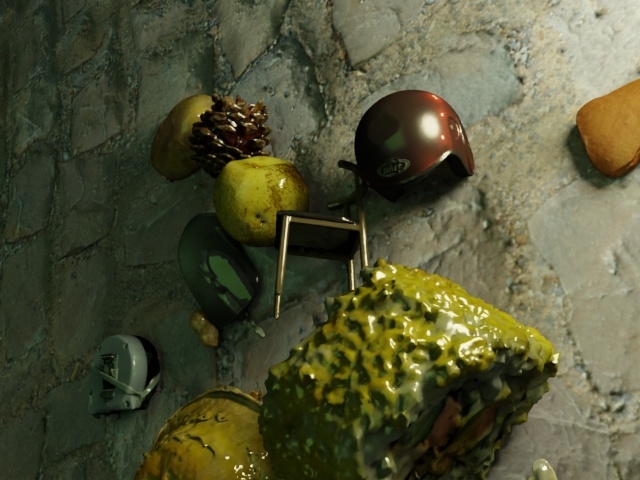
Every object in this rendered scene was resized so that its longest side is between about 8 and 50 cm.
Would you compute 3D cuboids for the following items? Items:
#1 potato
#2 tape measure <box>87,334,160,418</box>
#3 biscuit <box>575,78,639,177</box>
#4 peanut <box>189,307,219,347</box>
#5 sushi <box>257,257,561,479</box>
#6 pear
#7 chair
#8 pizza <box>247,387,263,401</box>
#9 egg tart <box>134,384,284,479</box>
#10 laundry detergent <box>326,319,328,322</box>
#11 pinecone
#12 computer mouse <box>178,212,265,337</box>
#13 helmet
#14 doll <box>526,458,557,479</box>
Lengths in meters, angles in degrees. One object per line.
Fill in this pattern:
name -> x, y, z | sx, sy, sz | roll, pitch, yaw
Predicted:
potato -> -0.328, -0.250, 1.595 | 0.138, 0.098, 0.243 | 31, 96, 39
tape measure -> -0.458, 0.309, 1.495 | 0.182, 0.107, 0.181 | -20, 69, 35
biscuit -> 0.487, -0.156, 0.952 | 0.192, 0.036, 0.186 | -23, 63, 32
peanut -> -0.253, 0.191, 1.406 | 0.054, 0.054, 0.113 | -53, 46, 11
sushi -> 0.113, 0.226, 0.884 | 0.240, 0.396, 0.351 | 36, 102, 37
pear -> -0.119, -0.072, 1.308 | 0.197, 0.197, 0.197 | -14, 66, 34
chair -> 0.000, 0.000, 1.171 | 0.166, 0.188, 0.272 | 6, 67, -3
pizza -> -0.142, 0.322, 1.297 | 0.083, 0.016, 0.037 | -40, 57, 26
egg tart -> -0.215, 0.488, 1.187 | 0.443, 0.178, 0.443 | -12, 69, 34
laundry detergent -> 0.024, 0.280, 1.094 | 0.094, 0.143, 0.290 | 18, 86, 36
pinecone -> -0.190, -0.228, 1.429 | 0.184, 0.179, 0.205 | 23, 78, 25
computer mouse -> -0.222, 0.072, 1.403 | 0.167, 0.090, 0.379 | -51, 52, 14
helmet -> 0.156, -0.165, 1.132 | 0.189, 0.193, 0.216 | -16, 23, 33
doll -> 0.364, 0.457, 0.765 | 0.423, 0.161, 0.348 | -1, 61, 37
